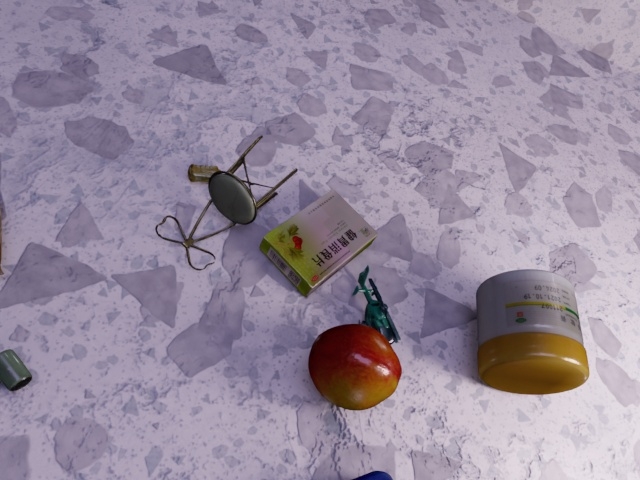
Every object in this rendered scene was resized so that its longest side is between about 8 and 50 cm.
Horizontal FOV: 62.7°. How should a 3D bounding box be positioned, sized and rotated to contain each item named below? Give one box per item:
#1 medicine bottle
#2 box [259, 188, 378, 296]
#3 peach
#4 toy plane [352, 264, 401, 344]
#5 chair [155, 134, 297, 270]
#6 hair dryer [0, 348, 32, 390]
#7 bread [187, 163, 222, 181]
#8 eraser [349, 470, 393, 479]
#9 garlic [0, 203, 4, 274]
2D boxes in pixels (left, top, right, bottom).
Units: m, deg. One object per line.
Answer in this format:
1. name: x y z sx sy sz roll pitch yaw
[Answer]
1. medicine bottle: 0.497 0.221 1.258 0.238 0.238 0.232 15 57 -9
2. box: -0.001 0.000 1.335 0.175 0.062 0.260 46 56 11
3. peach: 0.064 0.262 1.125 0.197 0.197 0.197 8 58 -13
4. toy plane: 0.129 0.169 1.258 0.060 0.096 0.235 -1 42 -22
5. chair: -0.215 -0.095 1.264 0.160 0.170 0.325 46 52 -4
6. hair dryer: -0.625 0.275 0.976 0.150 0.047 0.071 -37 78 -26
7. bread: -0.298 -0.172 1.357 0.088 0.033 0.049 -3 65 -23
8. eraser: -0.002 0.549 0.979 0.332 0.101 0.155 -9 62 -24
9. garlic: -0.722 -0.012 1.094 0.101 0.087 0.195 -1 56 -35
